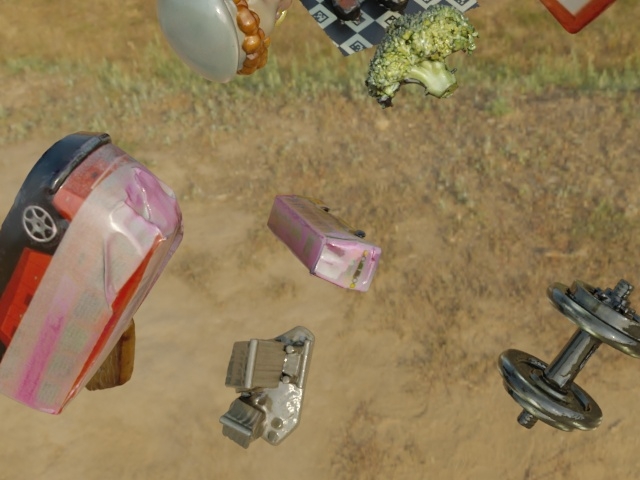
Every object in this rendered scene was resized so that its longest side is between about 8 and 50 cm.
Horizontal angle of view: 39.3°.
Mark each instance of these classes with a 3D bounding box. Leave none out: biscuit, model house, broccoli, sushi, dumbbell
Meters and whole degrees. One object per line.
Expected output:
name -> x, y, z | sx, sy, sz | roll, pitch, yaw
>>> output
biscuit -> -0.449, 0.117, 1.658 | 0.046, 0.359, 0.359 | -25, 41, -38
model house -> -0.103, 0.258, 1.601 | 0.122, 0.188, 0.229 | 13, 87, 18
broccoli -> 0.094, -0.170, 0.849 | 0.097, 0.092, 0.095 | -45, 10, -35
sushi -> 0.107, -0.424, 1.477 | 0.279, 0.043, 0.193 | -25, 66, -20
dumbbell -> 0.405, 0.183, 1.434 | 0.192, 0.290, 0.192 | 29, 15, -8

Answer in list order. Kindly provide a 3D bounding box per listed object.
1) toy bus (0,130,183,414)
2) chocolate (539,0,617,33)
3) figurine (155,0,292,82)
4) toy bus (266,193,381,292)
toy bus -> -0.256, 0.038, 0.926 | 0.147, 0.303, 0.127 | 35, 30, -3
chocolate -> 0.298, -0.344, 0.825 | 0.108, 0.237, 0.235 | 33, 77, -2
figurine -> -0.116, -0.424, 1.375 | 0.205, 0.224, 0.382 | 23, 62, 14
toy bus -> 0.000, -0.001, 1.534 | 0.112, 0.090, 0.274 | 13, 13, -26
